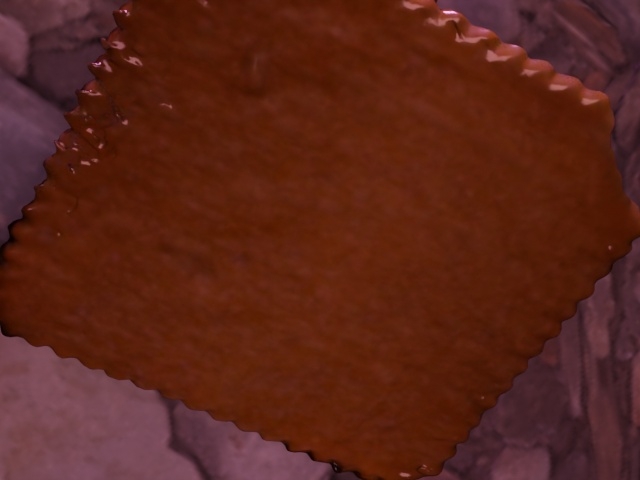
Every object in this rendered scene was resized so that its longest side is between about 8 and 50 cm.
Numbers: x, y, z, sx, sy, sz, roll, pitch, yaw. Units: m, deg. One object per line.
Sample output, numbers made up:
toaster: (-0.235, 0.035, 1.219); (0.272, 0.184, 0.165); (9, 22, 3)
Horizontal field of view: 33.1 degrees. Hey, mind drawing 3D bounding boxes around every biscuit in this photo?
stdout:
biscuit: (0.000, 0.000, 0.455); (0.237, 0.013, 0.232); (24, 121, -16)

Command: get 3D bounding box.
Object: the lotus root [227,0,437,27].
lotus root: (-0.055, -0.150, 0.429); (0.258, 0.097, 0.110); (38, 94, -10)
